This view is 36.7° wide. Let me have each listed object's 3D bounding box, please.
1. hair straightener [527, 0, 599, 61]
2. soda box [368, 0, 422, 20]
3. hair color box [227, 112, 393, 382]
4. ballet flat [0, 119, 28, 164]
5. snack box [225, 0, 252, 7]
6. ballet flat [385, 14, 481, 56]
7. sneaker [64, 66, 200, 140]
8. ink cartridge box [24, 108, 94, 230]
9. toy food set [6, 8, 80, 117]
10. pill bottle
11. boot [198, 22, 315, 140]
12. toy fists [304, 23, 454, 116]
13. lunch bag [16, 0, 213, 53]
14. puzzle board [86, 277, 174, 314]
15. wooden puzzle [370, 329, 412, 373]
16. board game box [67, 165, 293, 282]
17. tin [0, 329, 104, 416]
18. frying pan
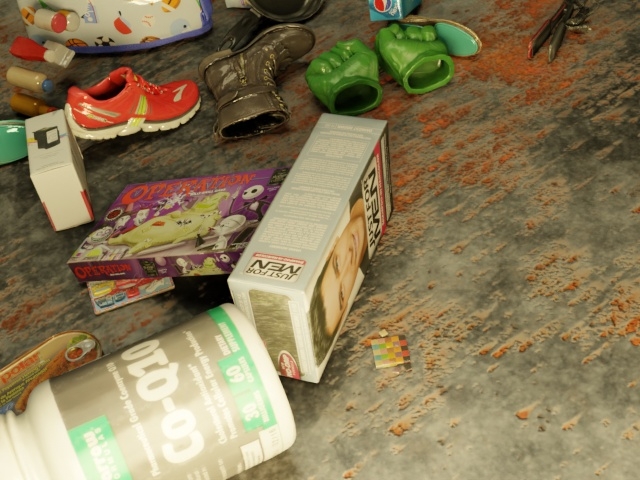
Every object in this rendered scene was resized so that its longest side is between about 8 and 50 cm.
[{"bbox_3d":[0.487,-0.415,1.887,0.089,0.047,0.230,19,45,27],"label":"hair straightener"},{"bbox_3d":[0.152,-0.498,1.953,0.067,0.071,0.210,0,22,18],"label":"soda box"},{"bbox_3d":[0.000,0.000,1.408,0.113,0.185,0.374,10,46,19],"label":"hair color box"},{"bbox_3d":[-0.641,-0.174,1.791,0.247,0.083,0.087,-21,30,-16],"label":"ballet flat"},{"bbox_3d":[-0.160,-0.642,2.139,0.070,0.175,0.207,7,46,23],"label":"snack box"},{"bbox_3d":[0.229,-0.413,1.904,0.206,0.073,0.067,18,40,24],"label":"ballet flat"},{"bbox_3d":[-0.339,-0.265,1.786,0.279,0.118,0.107,-21,40,-35],"label":"sneaker"},{"bbox_3d":[-0.450,-0.122,1.663,0.072,0.127,0.175,-18,42,-7],"label":"ink cartridge box"},{"bbox_3d":[-0.529,-0.357,1.894,0.104,0.111,0.232,19,73,25],"label":"toy food set"},{"bbox_3d":[-0.230,0.235,1.182,0.361,0.204,0.204,-24,44,-15],"label":"pill bottle"},{"bbox_3d":[-0.100,-0.292,1.826,0.262,0.091,0.229,-23,47,-5],"label":"boot"},{"bbox_3d":[0.108,-0.331,1.817,0.279,0.096,0.142,-20,43,-10],"label":"toy fists"},{"bbox_3d":[-0.431,-0.576,2.007,0.385,0.328,0.239,0,41,13],"label":"lunch bag"},{"bbox_3d":[-0.302,0.063,1.523,0.128,0.011,0.096,-19,43,-11],"label":"puzzle board"},{"bbox_3d":[0.099,0.156,1.355,0.049,0.006,0.083,-9,43,0],"label":"wooden puzzle"},{"bbox_3d":[-0.207,-0.025,1.506,0.346,0.056,0.208,-5,34,28],"label":"board game box"},{"bbox_3d":[-0.394,0.200,1.372,0.189,0.040,0.106,-35,52,-25],"label":"tin"},{"bbox_3d":[-0.097,-0.491,2.041,0.197,0.053,0.326,16,71,-13],"label":"frying pan"}]
